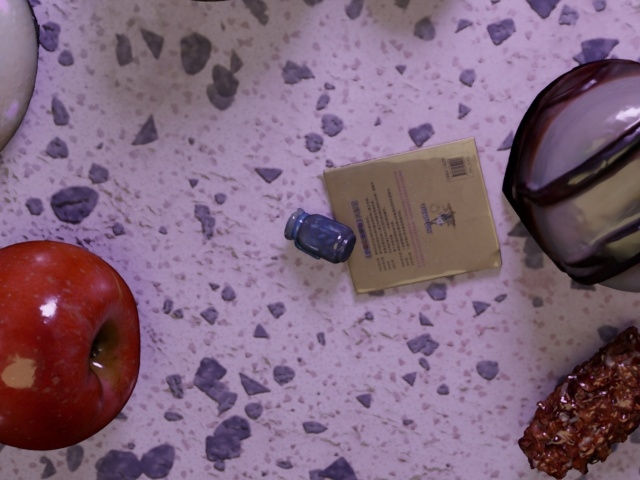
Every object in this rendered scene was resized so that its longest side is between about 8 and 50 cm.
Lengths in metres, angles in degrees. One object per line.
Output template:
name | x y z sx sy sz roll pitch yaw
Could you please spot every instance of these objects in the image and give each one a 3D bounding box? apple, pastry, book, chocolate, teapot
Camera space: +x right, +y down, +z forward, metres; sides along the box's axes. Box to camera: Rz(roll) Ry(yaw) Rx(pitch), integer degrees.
apple | -0.346 0.130 1.651 0.216 0.260 0.260 6 111 26
pastry | 0.334 0.201 1.632 0.115 0.097 0.208 41 110 1
book | 0.114 -0.028 1.636 0.192 0.013 0.168 -11 106 13
chocolate | 0.343 -0.057 1.495 0.283 0.186 0.284 3 110 9
teapot | 0.002 -0.004 1.645 0.083 0.063 0.049 26 82 20

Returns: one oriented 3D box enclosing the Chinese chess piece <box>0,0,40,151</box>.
Chinese chess piece | -0.513 -0.229 1.606 0.349 0.146 0.349 3 110 8
